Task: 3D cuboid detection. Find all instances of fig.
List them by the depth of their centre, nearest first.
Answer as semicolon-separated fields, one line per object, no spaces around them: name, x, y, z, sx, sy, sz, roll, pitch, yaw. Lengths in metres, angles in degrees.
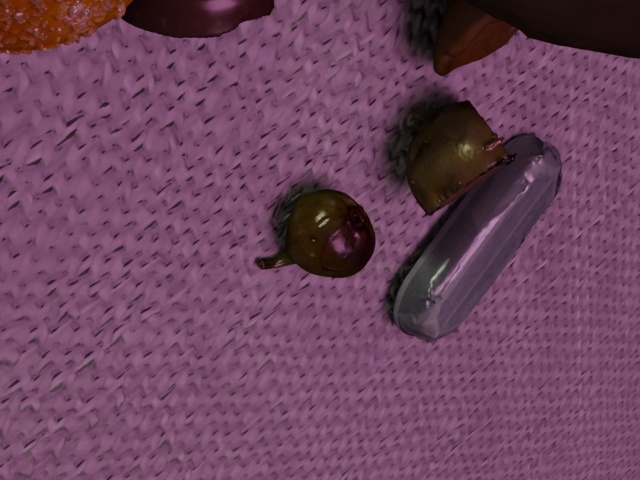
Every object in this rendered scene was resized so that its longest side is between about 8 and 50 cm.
fig;0.000;0.000;1.185;0.098;0.082;0.084;-28;178;37

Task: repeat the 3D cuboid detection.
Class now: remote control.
remote control;0.165;0.000;1.375;0.247;0.052;0.104;-53;146;-4

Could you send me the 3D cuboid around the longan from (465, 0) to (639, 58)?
longan;0.240;-0.320;0.896;0.436;0.404;0.404;-30;138;-30

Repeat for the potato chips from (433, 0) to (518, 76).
potato chips;0.173;-0.221;1.157;0.208;0.062;0.195;-36;176;-13

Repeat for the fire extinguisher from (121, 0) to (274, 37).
fire extinguisher;-0.070;-0.292;0.802;0.114;0.135;0.337;-34;140;-40

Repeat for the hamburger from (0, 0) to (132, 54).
hamburger;-0.197;-0.172;0.748;0.210;0.173;0.116;20;65;-53

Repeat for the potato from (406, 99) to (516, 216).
potato;0.120;-0.085;1.248;0.100;0.089;0.172;-36;178;10
